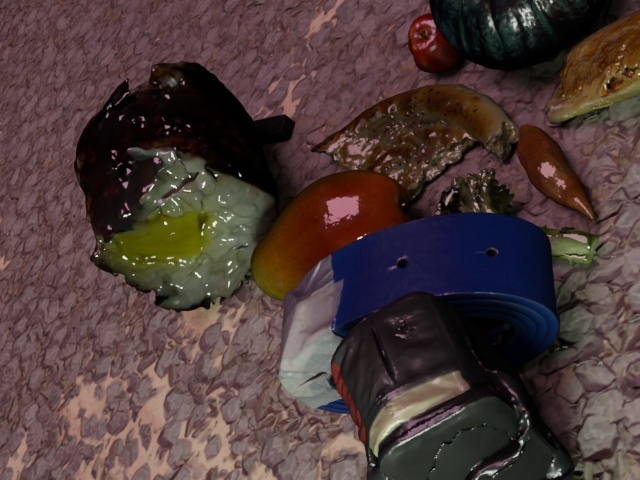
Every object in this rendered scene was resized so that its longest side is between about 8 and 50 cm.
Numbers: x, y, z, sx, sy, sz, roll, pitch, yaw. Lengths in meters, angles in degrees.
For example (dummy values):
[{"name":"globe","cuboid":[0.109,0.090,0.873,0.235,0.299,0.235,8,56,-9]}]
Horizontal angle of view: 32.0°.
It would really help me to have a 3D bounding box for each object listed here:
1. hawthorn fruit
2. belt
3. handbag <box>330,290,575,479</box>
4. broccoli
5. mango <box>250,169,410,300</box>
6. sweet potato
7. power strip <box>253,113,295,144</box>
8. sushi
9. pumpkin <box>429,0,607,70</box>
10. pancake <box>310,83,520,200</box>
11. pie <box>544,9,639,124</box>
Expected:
[{"name":"hawthorn fruit","cuboid":[0.160,-0.283,1.584,0.093,0.093,0.093,-29,45,33]},{"name":"belt","cuboid":[0.104,0.090,1.267,0.347,0.212,0.117,-26,47,36]},{"name":"handbag","cuboid":[0.130,0.191,1.128,0.181,0.254,0.181,-35,43,10]},{"name":"broccoli","cuboid":[0.229,-0.009,1.311,0.204,0.118,0.122,18,47,37]},{"name":"mango","cuboid":[0.003,0.004,1.523,0.289,0.129,0.146,-42,64,38]},{"name":"sweet potato","cuboid":[0.278,-0.077,1.330,0.056,0.056,0.195,-43,43,18]},{"name":"power strip","cuboid":[-0.090,-0.180,1.844,0.111,0.029,0.038,-5,60,44]},{"name":"sushi","cuboid":[-0.220,-0.091,1.721,0.299,0.281,0.294,-54,34,29]},{"name":"pumpkin","cuboid":[0.239,-0.352,1.416,0.248,0.248,0.248,-29,45,33]},{"name":"pancake","cuboid":[0.120,-0.135,1.552,0.377,0.054,0.197,-9,58,47]},{"name":"pie","cuboid":[0.362,-0.213,1.293,0.282,0.068,0.128,-18,47,61]}]
